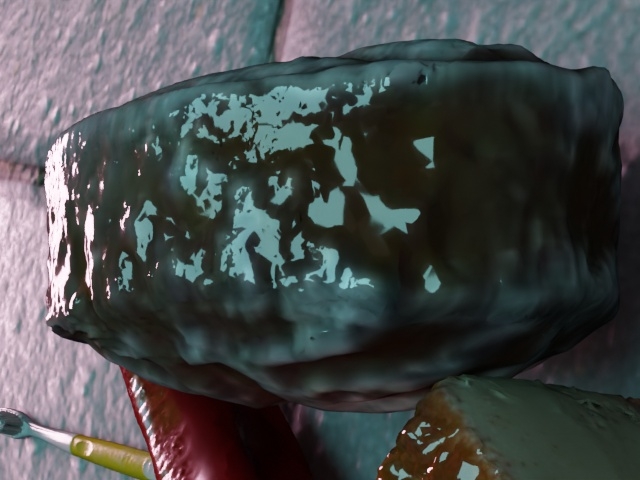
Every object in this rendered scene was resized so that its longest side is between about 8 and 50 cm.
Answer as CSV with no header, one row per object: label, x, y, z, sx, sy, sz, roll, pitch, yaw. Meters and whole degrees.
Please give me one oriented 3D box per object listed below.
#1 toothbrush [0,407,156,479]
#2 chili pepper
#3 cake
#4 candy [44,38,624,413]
toothbrush,-0.149,0.138,0.864,0.288,0.024,0.021,4,82,47
chili pepper,-0.066,0.121,0.690,0.092,0.137,0.368,-45,33,8
cake,0.052,0.160,0.547,0.262,0.158,0.159,-32,56,39
candy,0.000,0.000,0.597,0.290,0.214,0.157,-9,76,42
